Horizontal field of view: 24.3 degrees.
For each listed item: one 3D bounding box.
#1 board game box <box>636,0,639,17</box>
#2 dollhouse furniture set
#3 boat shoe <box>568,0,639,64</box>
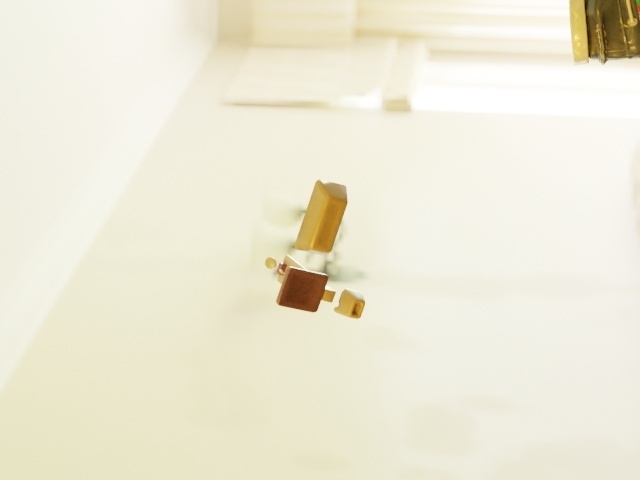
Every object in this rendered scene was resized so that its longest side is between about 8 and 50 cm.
[{"bbox_3d":[0.346,-0.329,1.773,0.181,0.092,0.043,55,161,32],"label":"board game box"},{"bbox_3d":[0.000,0.000,1.326,0.081,0.091,0.114,34,108,57],"label":"dollhouse furniture set"},{"bbox_3d":[0.282,-0.289,1.458,0.095,0.079,0.254,70,-158,-61],"label":"boat shoe"}]
